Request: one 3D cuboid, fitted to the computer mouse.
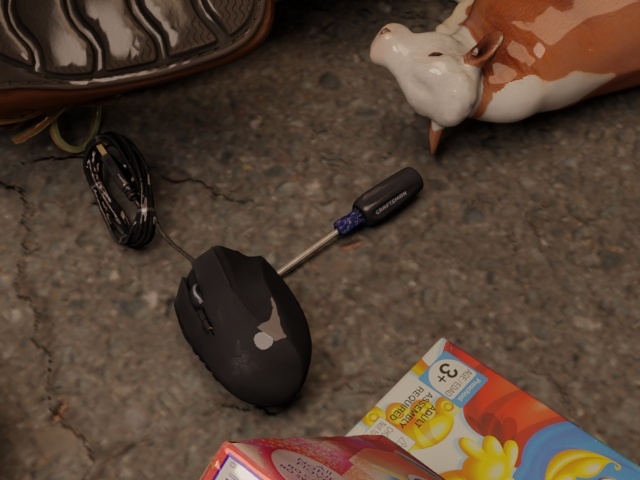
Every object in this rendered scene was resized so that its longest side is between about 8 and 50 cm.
[{"bbox_3d":[-0.088,0.012,0.833,0.041,0.071,0.242,0,37,-48],"label":"computer mouse"}]

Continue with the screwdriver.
[{"bbox_3d":[0.000,0.000,0.873,0.170,0.025,0.024,-32,56,-24],"label":"screwdriver"}]

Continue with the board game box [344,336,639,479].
[{"bbox_3d":[0.121,0.198,0.626,0.275,0.144,0.142,33,58,25],"label":"board game box"}]

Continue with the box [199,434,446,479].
[{"bbox_3d":[-0.020,0.236,0.501,0.154,0.142,0.300,33,98,26],"label":"box"}]

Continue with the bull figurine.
[{"bbox_3d":[0.177,-0.164,0.954,0.310,0.101,0.188,-10,49,-6],"label":"bull figurine"}]

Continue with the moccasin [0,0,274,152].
[{"bbox_3d":[-0.212,-0.131,0.897,0.380,0.147,0.139,-13,80,13],"label":"moccasin"}]
